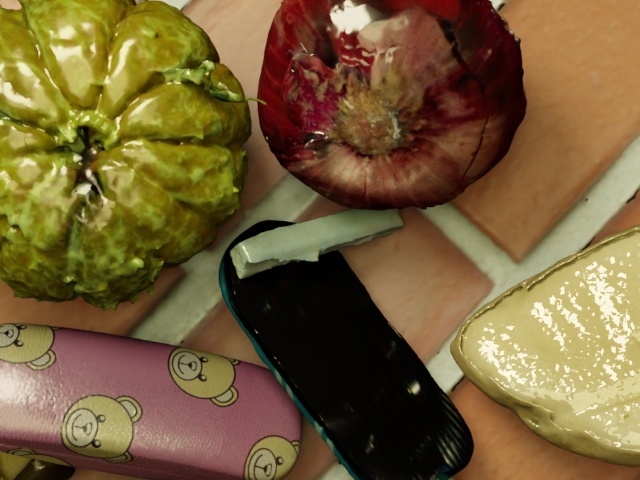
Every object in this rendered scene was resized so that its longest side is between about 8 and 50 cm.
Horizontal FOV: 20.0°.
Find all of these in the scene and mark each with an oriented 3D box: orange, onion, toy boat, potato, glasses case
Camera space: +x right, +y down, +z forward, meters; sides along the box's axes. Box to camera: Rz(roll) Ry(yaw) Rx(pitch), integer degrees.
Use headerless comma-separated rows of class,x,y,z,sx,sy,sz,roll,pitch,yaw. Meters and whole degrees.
orange,-0.208,-0.081,1.663,0.300,0.223,0.301,23,90,2
onion,0.061,-0.151,1.665,0.252,0.219,0.252,3,127,4
toy boat,0.007,0.121,1.685,0.134,0.092,0.299,-26,71,-34
potato,-0.285,0.187,1.707,0.096,0.066,0.103,-35,71,32
glasses case,-0.171,0.152,1.664,0.316,0.076,0.123,11,56,-10

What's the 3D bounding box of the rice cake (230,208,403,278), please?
rice cake,0.000,0.000,1.687,0.180,0.030,0.042,-16,74,-31

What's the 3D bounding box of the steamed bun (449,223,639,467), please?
steamed bun,0.257,0.121,1.655,0.231,0.110,0.212,-27,64,3

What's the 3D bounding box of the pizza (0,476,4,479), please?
pizza,-0.394,0.167,1.702,0.288,0.074,0.251,7,81,19
